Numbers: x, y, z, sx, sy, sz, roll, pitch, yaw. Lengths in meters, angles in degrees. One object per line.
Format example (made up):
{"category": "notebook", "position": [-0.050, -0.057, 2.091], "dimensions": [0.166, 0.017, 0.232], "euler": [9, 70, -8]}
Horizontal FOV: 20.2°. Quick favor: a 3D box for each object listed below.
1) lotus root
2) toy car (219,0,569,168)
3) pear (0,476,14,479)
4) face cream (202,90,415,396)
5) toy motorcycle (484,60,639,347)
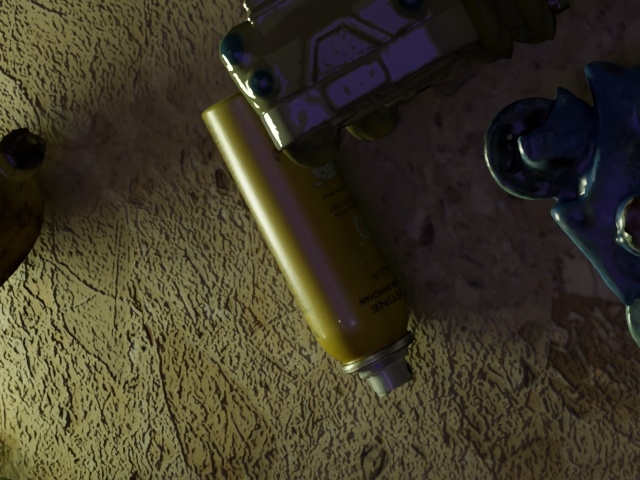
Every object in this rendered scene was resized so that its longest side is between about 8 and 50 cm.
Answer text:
{"category": "lotus root", "position": [-0.413, -0.016, 2.050], "dimensions": [0.314, 0.141, 0.169], "euler": [-39, 88, 20]}
{"category": "toy car", "position": [0.054, -0.222, 1.638], "dimensions": [0.242, 0.336, 0.226], "euler": [-29, 91, 25]}
{"category": "pear", "position": [-0.371, 0.435, 2.132], "dimensions": [0.399, 0.165, 0.399], "euler": [6, 107, 20]}
{"category": "face cream", "position": [0.000, 0.000, 1.868], "dimensions": [0.105, 0.105, 0.349], "euler": [-26, 92, 30]}
{"category": "toy motorcycle", "position": [0.327, -0.048, 1.682], "dimensions": [0.319, 0.241, 0.182], "euler": [50, 160, -1]}
